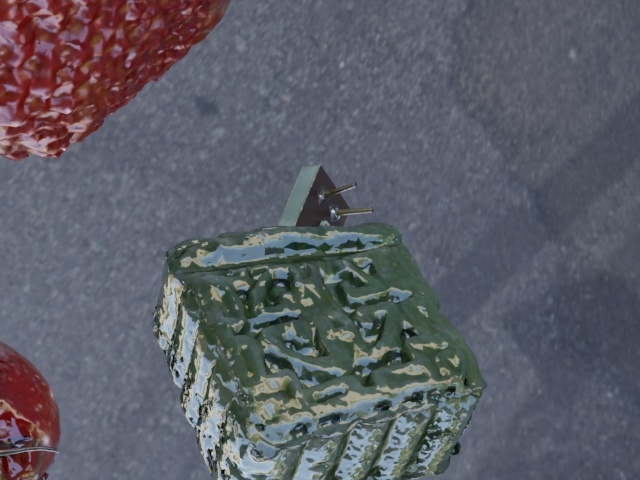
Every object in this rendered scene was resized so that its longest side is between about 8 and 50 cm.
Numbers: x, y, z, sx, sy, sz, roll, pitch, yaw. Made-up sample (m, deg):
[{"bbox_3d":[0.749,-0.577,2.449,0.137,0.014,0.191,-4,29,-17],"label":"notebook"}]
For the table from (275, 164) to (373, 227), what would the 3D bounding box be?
[{"bbox_3d":[0.000,0.000,2.062,0.111,0.240,0.121,-1,142,33],"label":"table"}]

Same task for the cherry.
[{"bbox_3d":[-0.400,0.199,1.404,0.192,0.249,0.175,-22,140,-4],"label":"cherry"}]

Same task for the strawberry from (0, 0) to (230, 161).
[{"bbox_3d":[-0.212,-0.210,0.940,0.351,0.312,0.267,-22,73,11],"label":"strawberry"}]

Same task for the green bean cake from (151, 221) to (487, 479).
[{"bbox_3d":[-0.006,0.096,1.081,0.241,0.255,0.132,-8,140,-21],"label":"green bean cake"}]
